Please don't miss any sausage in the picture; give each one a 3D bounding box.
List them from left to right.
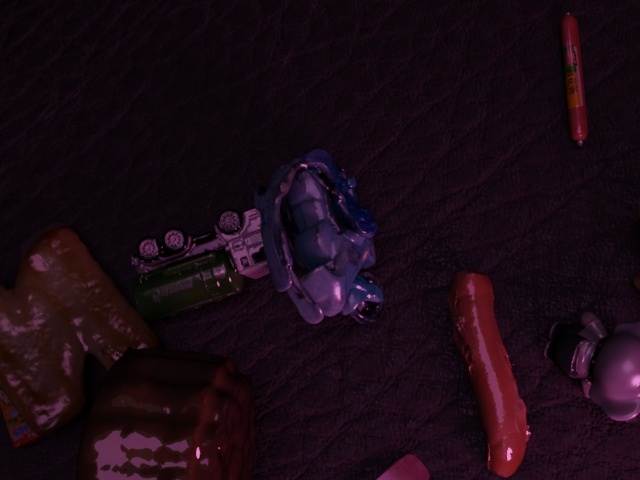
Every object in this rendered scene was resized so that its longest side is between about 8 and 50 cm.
[{"bbox_3d":[0.241,0.185,1.354,0.078,0.078,0.304,-14,75,6],"label":"sausage"},{"bbox_3d":[0.391,-0.251,1.453,0.029,0.029,0.223,-4,76,8],"label":"sausage"}]

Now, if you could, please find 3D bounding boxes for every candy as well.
[{"bbox_3d":[-0.462,0.256,1.468,0.062,0.038,0.122,-25,74,2],"label":"candy"}]

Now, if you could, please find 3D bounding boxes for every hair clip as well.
[{"bbox_3d":[0.095,0.366,1.361,0.137,0.022,0.054,-40,77,-2],"label":"hair clip"}]

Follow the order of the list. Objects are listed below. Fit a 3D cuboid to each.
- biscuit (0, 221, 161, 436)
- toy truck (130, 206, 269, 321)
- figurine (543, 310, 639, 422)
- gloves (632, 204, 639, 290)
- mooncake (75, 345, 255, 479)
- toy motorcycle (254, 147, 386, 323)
[{"bbox_3d":[-0.414,0.132,1.458,0.237,0.062,0.291,-39,73,-17],"label":"biscuit"},{"bbox_3d":[-0.178,0.036,1.444,0.242,0.101,0.125,-20,79,7],"label":"toy truck"},{"bbox_3d":[0.405,0.170,1.299,0.192,0.126,0.147,21,92,45],"label":"figurine"},{"bbox_3d":[0.525,0.075,1.268,0.141,0.154,0.331,-8,48,0],"label":"gloves"},{"bbox_3d":[-0.196,0.305,1.271,0.187,0.324,0.324,4,78,7],"label":"mooncake"},{"bbox_3d":[0.000,0.000,1.383,0.154,0.206,0.260,-27,70,40],"label":"toy motorcycle"}]
